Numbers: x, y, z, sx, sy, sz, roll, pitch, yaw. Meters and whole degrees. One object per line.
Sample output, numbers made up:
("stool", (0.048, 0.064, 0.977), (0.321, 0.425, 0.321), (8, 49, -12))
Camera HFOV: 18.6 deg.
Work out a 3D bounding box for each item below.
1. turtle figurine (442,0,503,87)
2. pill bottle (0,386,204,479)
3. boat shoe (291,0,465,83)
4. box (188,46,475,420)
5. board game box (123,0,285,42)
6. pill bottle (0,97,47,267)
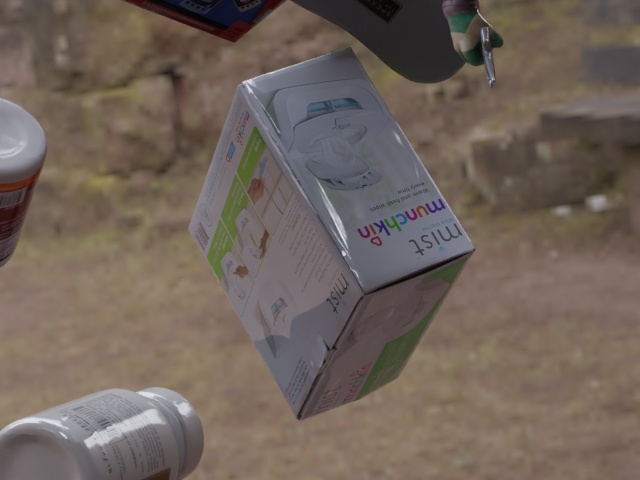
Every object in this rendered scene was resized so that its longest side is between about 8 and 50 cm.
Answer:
("turtle figurine", (0.123, -0.212, 1.235), (0.175, 0.118, 0.234), (-39, 26, 27))
("pill bottle", (-0.213, 0.215, 1.909), (0.131, 0.131, 0.229), (-3, 6, 27))
("boat shoe", (0.015, -0.257, 1.727), (0.306, 0.113, 0.105), (31, 15, -34))
("box", (0.000, 0.000, 1.782), (0.127, 0.231, 0.262), (-22, -22, -25))
("board game box", (-0.056, -0.212, 1.426), (0.145, 0.027, 0.281), (-39, -10, 11))
("pill bottle", (-0.262, -0.029, 1.468), (0.086, 0.152, 0.086), (14, 44, -14))
